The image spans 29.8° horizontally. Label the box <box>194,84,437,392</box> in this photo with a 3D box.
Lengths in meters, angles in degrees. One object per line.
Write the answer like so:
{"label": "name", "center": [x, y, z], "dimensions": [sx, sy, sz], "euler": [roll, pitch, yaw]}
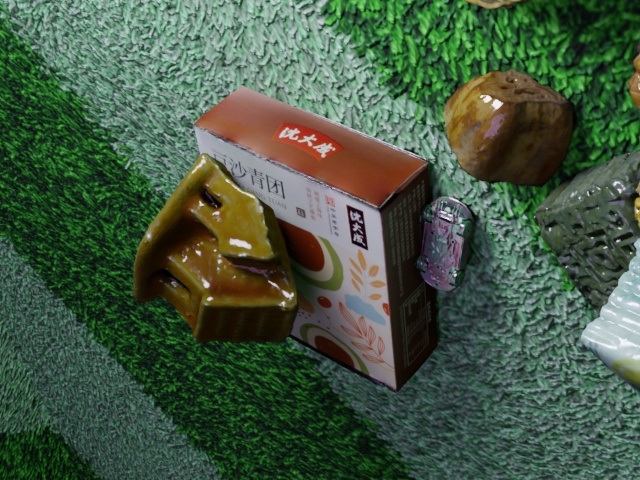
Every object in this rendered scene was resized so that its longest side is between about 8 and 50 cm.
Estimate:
{"label": "box", "center": [0.000, 0.000, 1.810], "dimensions": [0.344, 0.122, 0.385], "euler": [26, 142, 31]}

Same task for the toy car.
{"label": "toy car", "center": [0.176, 0.004, 1.672], "dimensions": [0.069, 0.055, 0.142], "euler": [24, 129, 27]}

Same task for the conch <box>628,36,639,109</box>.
{"label": "conch", "center": [0.389, -0.142, 1.251], "dimensions": [0.232, 0.080, 0.086], "euler": [33, 168, -26]}

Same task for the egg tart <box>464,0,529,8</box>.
{"label": "egg tart", "center": [0.165, -0.371, 1.229], "dimensions": [0.290, 0.107, 0.291], "euler": [34, 151, 22]}

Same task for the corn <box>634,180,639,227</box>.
{"label": "corn", "center": [0.466, 0.007, 1.270], "dimensions": [0.291, 0.101, 0.101], "euler": [28, 146, 3]}

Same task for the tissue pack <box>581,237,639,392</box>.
{"label": "tissue pack", "center": [0.487, 0.155, 1.159], "dimensions": [0.388, 0.162, 0.287], "euler": [27, 177, 44]}

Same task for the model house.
{"label": "model house", "center": [-0.130, 0.038, 1.723], "dimensions": [0.239, 0.173, 0.268], "euler": [41, 150, 13]}

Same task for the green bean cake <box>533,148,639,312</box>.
{"label": "green bean cake", "center": [0.360, 0.000, 1.415], "dimensions": [0.181, 0.094, 0.173], "euler": [54, 148, -10]}

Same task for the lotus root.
{"label": "lotus root", "center": [0.219, -0.133, 1.440], "dimensions": [0.159, 0.095, 0.135], "euler": [34, 143, 9]}
